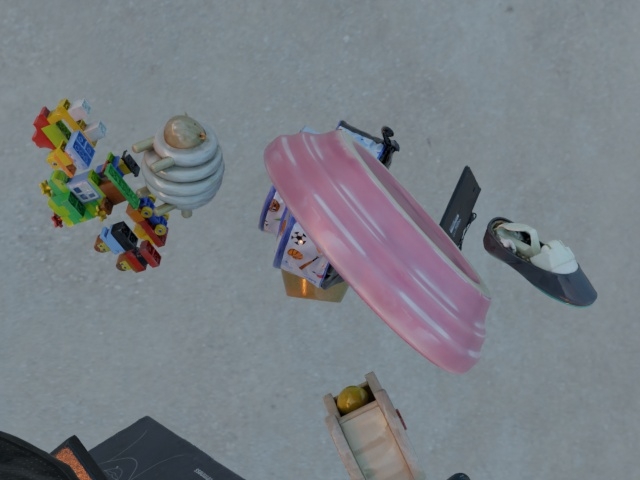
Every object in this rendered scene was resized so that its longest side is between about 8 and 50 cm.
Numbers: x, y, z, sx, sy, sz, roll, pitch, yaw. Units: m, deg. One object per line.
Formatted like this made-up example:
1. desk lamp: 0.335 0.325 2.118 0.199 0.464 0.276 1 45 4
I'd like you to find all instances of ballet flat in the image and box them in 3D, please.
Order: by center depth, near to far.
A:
1. ballet flat: 0.306 0.022 1.186 0.074 0.203 0.074 -18 125 -27

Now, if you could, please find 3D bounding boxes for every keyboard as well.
1. keyboard: 0.208 -0.023 1.371 0.192 0.038 0.100 -62 142 -21

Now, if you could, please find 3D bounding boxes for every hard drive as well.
1. hard drive: -0.302 0.298 0.957 0.094 0.135 0.022 52 15 5

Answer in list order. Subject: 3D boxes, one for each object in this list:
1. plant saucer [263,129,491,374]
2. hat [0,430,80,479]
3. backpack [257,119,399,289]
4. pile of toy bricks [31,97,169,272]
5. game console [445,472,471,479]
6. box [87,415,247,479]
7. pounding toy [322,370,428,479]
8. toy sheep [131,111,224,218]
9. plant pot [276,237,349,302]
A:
1. plant saucer: 0.077 -0.005 0.931 0.084 0.332 0.332 -43 112 11
2. hat: -0.333 0.226 0.623 0.331 0.331 0.134 15 86 -33
3. backpack: 0.004 -0.058 1.511 0.213 0.276 0.263 16 57 5
4. pile of toy bricks: -0.269 -0.046 0.969 0.118 0.105 0.212 -87 153 -47
5. game console: 0.062 0.216 0.592 0.071 0.107 0.122 -58 133 -36
6. box: -0.351 0.583 1.395 0.471 0.480 0.298 -27 108 -28
7. pounding toy: 0.033 0.255 0.985 0.154 0.269 0.154 -26 107 -1
8. toy sheep: -0.139 -0.071 0.840 0.091 0.132 0.091 5 49 -6
9. plant pot: 0.000 0.000 1.790 0.237 0.237 0.255 10 85 -34
